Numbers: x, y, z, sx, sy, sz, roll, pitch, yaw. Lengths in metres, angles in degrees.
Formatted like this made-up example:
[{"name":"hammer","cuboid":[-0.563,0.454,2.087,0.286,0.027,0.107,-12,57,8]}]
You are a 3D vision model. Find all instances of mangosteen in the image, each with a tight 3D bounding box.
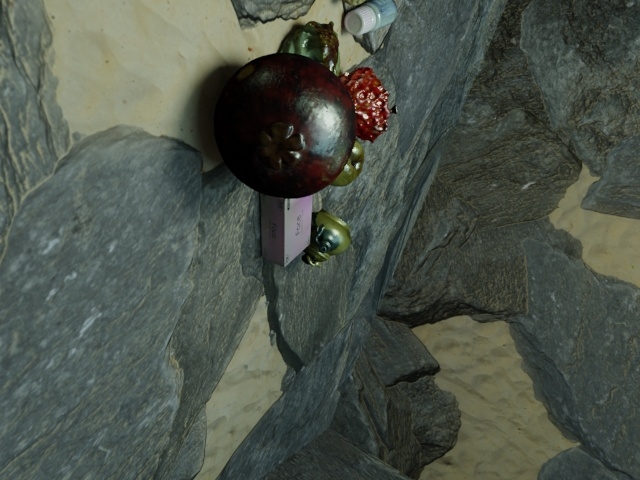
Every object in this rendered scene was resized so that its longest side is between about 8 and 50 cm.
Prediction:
[{"name":"mangosteen","cuboid":[-0.074,-0.258,1.048,0.359,0.306,0.306,-90,-173,-59]}]

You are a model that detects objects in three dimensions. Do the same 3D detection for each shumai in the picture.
[{"name":"shumai","cuboid":[-0.001,-0.446,1.178,0.184,0.142,0.184,-42,145,-39]}]

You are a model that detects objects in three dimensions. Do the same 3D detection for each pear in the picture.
[{"name":"pear","cuboid":[0.062,-0.251,1.501,0.167,0.137,0.167,-39,141,-41]}]

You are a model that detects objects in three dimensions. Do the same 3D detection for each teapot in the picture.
[{"name":"teapot","cuboid":[0.000,0.000,1.579,0.182,0.173,0.269,-57,-169,-2]}]

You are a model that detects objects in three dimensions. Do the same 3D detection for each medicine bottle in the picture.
[{"name":"medicine bottle","cuboid":[0.146,-0.647,1.373,0.203,0.084,0.083,-45,149,-44]}]

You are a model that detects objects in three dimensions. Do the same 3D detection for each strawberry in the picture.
[{"name":"strawberry","cuboid":[0.082,-0.380,1.376,0.178,0.234,0.233,-19,134,-26]}]

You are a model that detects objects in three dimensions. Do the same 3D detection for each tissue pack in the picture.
[{"name":"tissue pack","cuboid":[-0.097,-0.066,1.392,0.148,0.093,0.246,-44,148,-43]}]

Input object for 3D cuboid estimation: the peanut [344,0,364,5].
[{"name":"peanut","cuboid":[0.110,-0.734,1.200,0.117,0.101,0.263,-76,179,-72]}]
